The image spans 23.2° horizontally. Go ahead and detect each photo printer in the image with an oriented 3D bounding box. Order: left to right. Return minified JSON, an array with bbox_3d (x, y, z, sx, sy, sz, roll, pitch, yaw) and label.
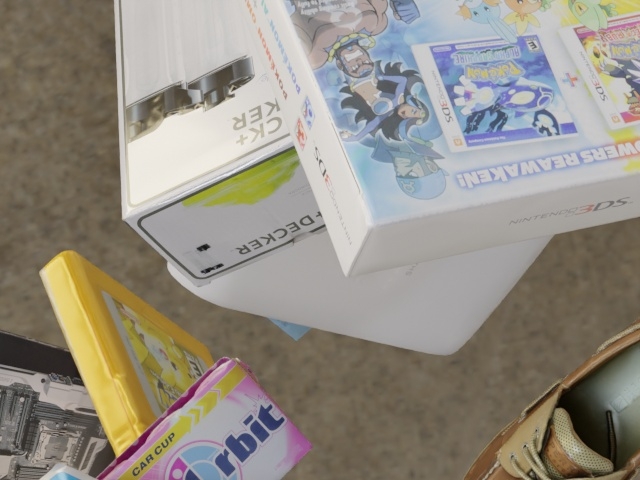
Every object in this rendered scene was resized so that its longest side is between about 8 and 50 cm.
[{"bbox_3d":[0.038,-0.036,1.281,0.308,0.256,0.107,15,37,-29],"label":"photo printer"}]

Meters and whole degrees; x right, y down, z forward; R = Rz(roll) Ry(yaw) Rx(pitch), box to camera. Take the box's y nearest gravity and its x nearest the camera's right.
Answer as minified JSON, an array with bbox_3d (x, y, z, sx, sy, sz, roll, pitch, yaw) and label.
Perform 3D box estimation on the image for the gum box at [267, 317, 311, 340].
[{"bbox_3d":[0.000,0.000,1.542,0.041,0.184,0.157,54,7,38],"label":"gum box"}]

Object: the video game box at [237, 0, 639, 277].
[{"bbox_3d":[0.075,-0.091,0.635,0.205,0.048,0.187,-11,61,-21],"label":"video game box"}]

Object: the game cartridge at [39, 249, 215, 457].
[{"bbox_3d":[-0.153,0.185,1.656,0.285,0.053,0.323,42,11,-49],"label":"game cartridge"}]

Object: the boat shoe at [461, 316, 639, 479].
[{"bbox_3d":[0.211,0.170,1.299,0.122,0.324,0.120,45,11,19],"label":"boat shoe"}]

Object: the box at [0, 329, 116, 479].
[{"bbox_3d":[-0.357,0.259,1.707,0.242,0.076,0.307,20,75,-26],"label":"box"}]

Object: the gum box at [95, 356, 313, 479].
[{"bbox_3d":[-0.106,0.199,1.367,0.188,0.062,0.107,-44,97,-14],"label":"gum box"}]

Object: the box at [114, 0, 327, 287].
[{"bbox_3d":[-0.043,-0.131,1.025,0.087,0.169,0.290,47,28,-46],"label":"box"}]

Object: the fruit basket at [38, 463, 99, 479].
[{"bbox_3d":[-0.177,0.297,1.113,0.327,0.353,0.165,-39,138,-39],"label":"fruit basket"}]
